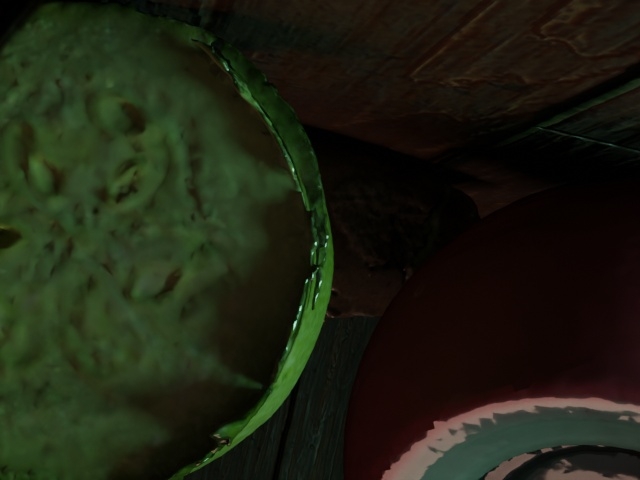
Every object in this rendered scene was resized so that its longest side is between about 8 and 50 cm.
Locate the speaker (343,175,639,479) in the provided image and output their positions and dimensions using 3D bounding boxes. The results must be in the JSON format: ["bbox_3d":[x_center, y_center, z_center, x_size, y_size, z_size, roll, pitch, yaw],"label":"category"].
[{"bbox_3d":[0.153,0.103,0.762,0.294,0.294,0.294,12,175,1],"label":"speaker"}]

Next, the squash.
[{"bbox_3d":[-0.089,0.013,0.668,0.220,0.220,0.133,10,173,21],"label":"squash"}]

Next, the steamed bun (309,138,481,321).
[{"bbox_3d":[0.000,0.000,0.925,0.175,0.106,0.145,12,175,-29],"label":"steamed bun"}]
